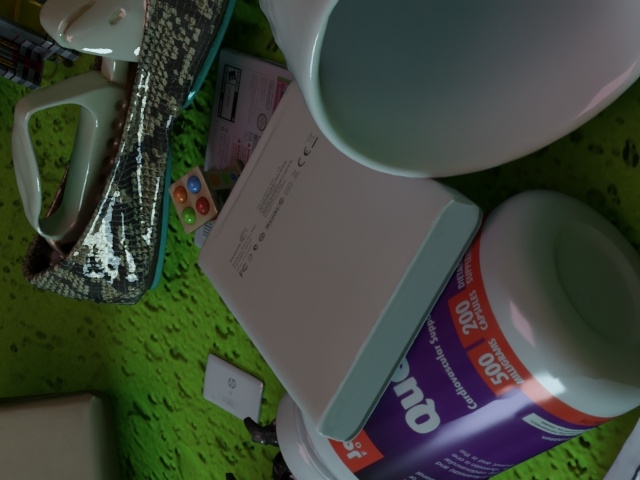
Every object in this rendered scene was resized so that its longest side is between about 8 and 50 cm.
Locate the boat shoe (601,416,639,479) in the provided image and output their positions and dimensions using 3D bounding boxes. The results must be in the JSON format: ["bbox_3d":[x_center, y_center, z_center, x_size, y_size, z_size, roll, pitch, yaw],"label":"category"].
[{"bbox_3d":[0.276,0.173,0.942,0.084,0.095,0.258,39,133,25],"label":"boat shoe"}]

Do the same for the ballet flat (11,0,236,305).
[{"bbox_3d":[-0.205,-0.140,1.225,0.164,0.182,0.483,55,133,49],"label":"ballet flat"}]

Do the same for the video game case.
[{"bbox_3d":[-0.039,-0.062,1.211,0.193,0.023,0.212,25,114,36],"label":"video game case"}]

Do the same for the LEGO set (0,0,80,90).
[{"bbox_3d":[-0.378,-0.267,1.408,0.331,0.192,0.255,-33,47,38],"label":"LEGO set"}]

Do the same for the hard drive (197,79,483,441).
[{"bbox_3d":[0.000,0.000,1.024,0.203,0.040,0.307,-61,31,11],"label":"hard drive"}]

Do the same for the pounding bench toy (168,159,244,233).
[{"bbox_3d":[-0.117,-0.036,1.224,0.083,0.065,0.052,-32,77,41],"label":"pounding bench toy"}]

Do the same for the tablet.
[{"bbox_3d":[-0.093,0.159,1.317,0.083,0.006,0.054,23,114,36],"label":"tablet"}]

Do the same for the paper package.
[{"bbox_3d":[-0.372,0.335,1.379,0.309,0.168,0.325,-5,86,-1],"label":"paper package"}]

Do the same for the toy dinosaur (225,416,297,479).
[{"bbox_3d":[-0.017,0.263,1.118,0.322,0.218,0.164,36,113,-19],"label":"toy dinosaur"}]

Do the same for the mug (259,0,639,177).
[{"bbox_3d":[0.110,-0.280,0.887,0.374,0.276,0.328,-30,54,11],"label":"mug"}]

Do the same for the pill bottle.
[{"bbox_3d":[0.107,0.106,1.008,0.323,0.181,0.181,-37,74,40],"label":"pill bottle"}]
